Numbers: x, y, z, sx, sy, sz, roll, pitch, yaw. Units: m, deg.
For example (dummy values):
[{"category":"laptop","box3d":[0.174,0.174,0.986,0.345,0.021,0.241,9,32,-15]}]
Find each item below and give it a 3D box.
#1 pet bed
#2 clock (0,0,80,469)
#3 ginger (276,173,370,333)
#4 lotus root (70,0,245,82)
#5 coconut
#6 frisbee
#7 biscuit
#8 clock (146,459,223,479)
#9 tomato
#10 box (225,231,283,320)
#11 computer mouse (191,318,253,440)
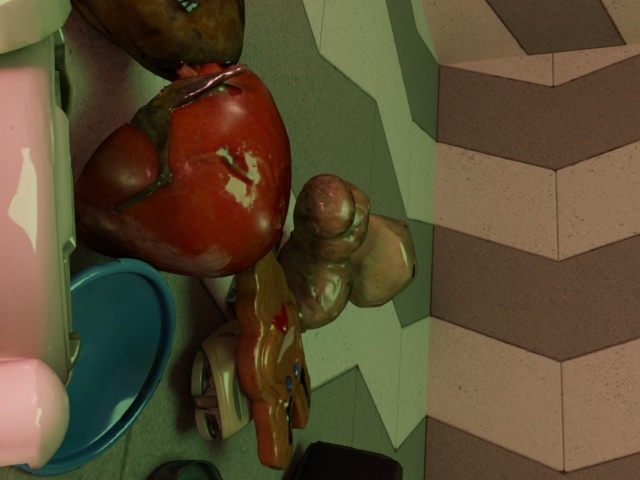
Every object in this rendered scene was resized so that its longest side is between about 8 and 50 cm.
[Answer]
[{"category":"pet bed","box3d":[0.049,0.514,1.383,0.183,0.211,0.159,-59,153,-59]},{"category":"clock","box3d":[-0.246,-0.037,0.473,0.342,0.184,0.325,175,-83,-66]},{"category":"ginger","box3d":[0.000,0.000,1.260,0.244,0.155,0.303,-66,170,-57]},{"category":"lotus root","box3d":[-0.194,-0.288,0.787,0.291,0.193,0.193,51,41,-61]},{"category":"coconut","box3d":[0.120,0.037,1.594,0.224,0.224,0.224,-2,90,-71]},{"category":"frisbee","box3d":[-0.246,0.129,0.745,0.242,0.045,0.242,-44,144,-45]},{"category":"biscuit","box3d":[-0.066,0.176,1.072,0.202,0.047,0.333,-55,138,-63]},{"category":"clock","box3d":[-0.189,0.407,0.941,0.226,0.049,0.225,-2,90,-72]},{"category":"tomato","box3d":[-0.120,-0.047,0.833,0.309,0.170,0.309,-41,155,-23]},{"category":"box","box3d":[-0.109,0.042,1.215,0.049,0.041,0.207,74,24,-44]},{"category":"computer mouse","box3d":[-0.131,0.201,1.069,0.236,0.082,0.145,-43,129,-67]}]
